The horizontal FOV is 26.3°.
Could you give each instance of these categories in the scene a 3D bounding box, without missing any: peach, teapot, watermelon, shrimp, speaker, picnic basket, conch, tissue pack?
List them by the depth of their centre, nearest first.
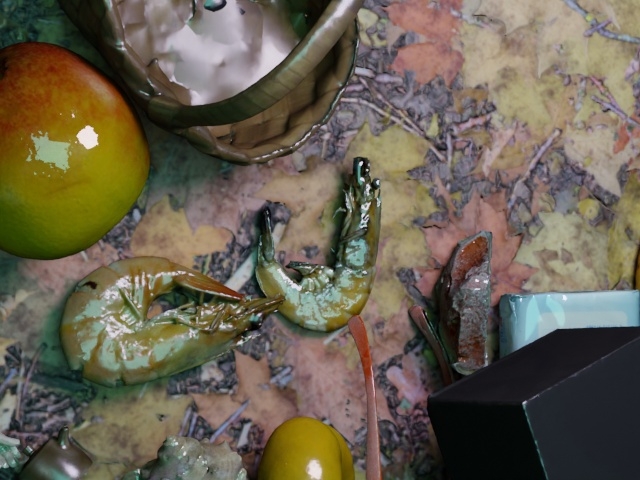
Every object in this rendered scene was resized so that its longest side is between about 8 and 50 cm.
[{"bbox_3d":[-0.073,-0.234,1.451,0.337,0.337,0.293,38,79,-13],"label":"picnic basket"},{"bbox_3d":[-0.303,-0.095,1.467,0.230,0.231,0.231,0,89,-17],"label":"peach"},{"bbox_3d":[-0.307,0.258,1.529,0.068,0.076,0.121,42,108,-2],"label":"teapot"},{"bbox_3d":[0.285,0.250,1.544,0.232,0.184,0.254,-23,98,-32],"label":"speaker"},{"bbox_3d":[-0.151,0.337,1.557,0.178,0.163,0.245,-11,110,18],"label":"conch"},{"bbox_3d":[-0.016,0.288,1.566,0.103,0.179,0.179,0,89,7],"label":"peach"},{"bbox_3d":[-0.168,0.086,1.581,0.267,0.061,0.145,-8,82,-14],"label":"shrimp"},{"bbox_3d":[0.000,0.000,1.640,0.150,0.051,0.217,11,89,-9],"label":"shrimp"},{"bbox_3d":[0.175,0.064,1.651,0.071,0.139,0.187,4,71,4],"label":"watermelon"},{"bbox_3d":[0.308,0.193,1.709,0.177,0.089,0.263,-1,91,-16],"label":"tissue pack"}]

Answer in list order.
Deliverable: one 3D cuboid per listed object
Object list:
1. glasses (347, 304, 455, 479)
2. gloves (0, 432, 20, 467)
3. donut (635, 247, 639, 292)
[{"bbox_3d":[0.116,0.215,1.588,0.234,0.118,0.269,-3,92,-58],"label":"glasses"},{"bbox_3d":[-0.366,0.225,1.524,0.044,0.037,0.081,-33,119,21],"label":"gloves"},{"bbox_3d":[0.548,0.039,1.773,0.277,0.108,0.278,0,89,-17],"label":"donut"}]
